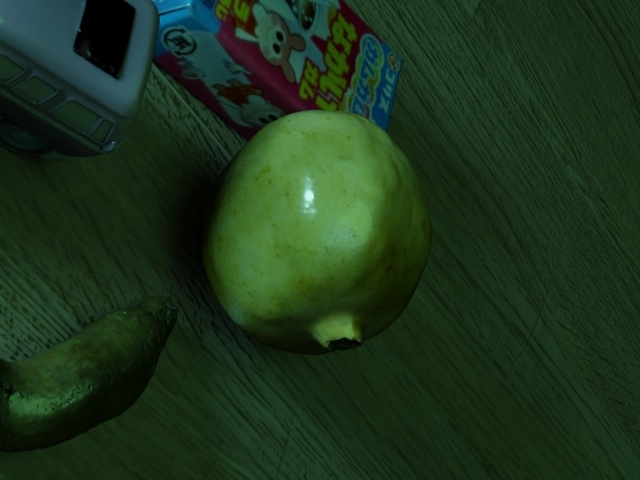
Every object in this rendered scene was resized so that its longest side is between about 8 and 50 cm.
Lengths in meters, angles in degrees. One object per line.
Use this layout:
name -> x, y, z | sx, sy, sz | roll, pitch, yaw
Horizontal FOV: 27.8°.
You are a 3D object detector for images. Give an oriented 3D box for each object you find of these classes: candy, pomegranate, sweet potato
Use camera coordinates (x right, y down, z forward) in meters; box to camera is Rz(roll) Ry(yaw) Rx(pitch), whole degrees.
candy -> -0.048, -0.195, 1.310 | 0.306, 0.100, 0.157 | 40, 52, -40
pomegranate -> -0.003, -0.006, 1.230 | 0.233, 0.233, 0.233 | 16, 69, -49
sweet potato -> -0.203, 0.101, 1.052 | 0.286, 0.085, 0.112 | -21, 93, -52

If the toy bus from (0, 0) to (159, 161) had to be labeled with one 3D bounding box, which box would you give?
toy bus -> -0.228, -0.159, 1.037 | 0.202, 0.142, 0.142 | 32, 56, -43
